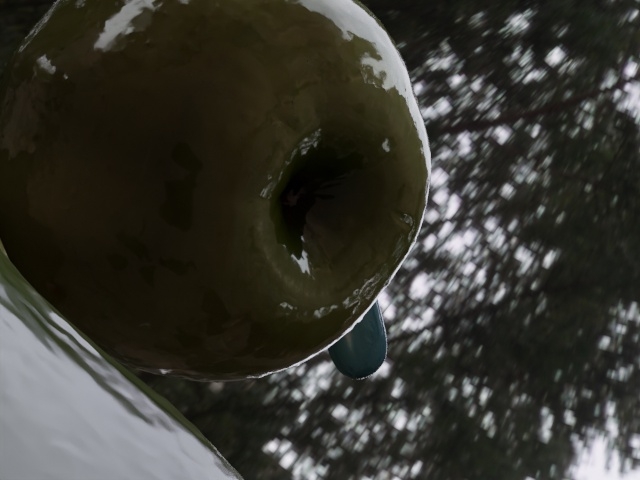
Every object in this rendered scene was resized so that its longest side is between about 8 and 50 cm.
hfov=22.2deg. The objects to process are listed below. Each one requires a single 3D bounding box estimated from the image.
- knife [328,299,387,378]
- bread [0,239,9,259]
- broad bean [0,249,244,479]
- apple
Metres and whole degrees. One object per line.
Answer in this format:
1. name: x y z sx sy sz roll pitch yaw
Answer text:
1. knife: 0.000 0.000 1.252 0.064 0.031 0.222 -20 -87 -22
2. bread: -0.355 0.034 1.137 0.244 0.361 0.233 3 -96 30
3. broad bean: -0.112 0.046 0.433 0.263 0.189 0.121 34 -79 17
4. apple: -0.076 -0.046 1.002 0.279 0.279 0.279 4 -76 14
